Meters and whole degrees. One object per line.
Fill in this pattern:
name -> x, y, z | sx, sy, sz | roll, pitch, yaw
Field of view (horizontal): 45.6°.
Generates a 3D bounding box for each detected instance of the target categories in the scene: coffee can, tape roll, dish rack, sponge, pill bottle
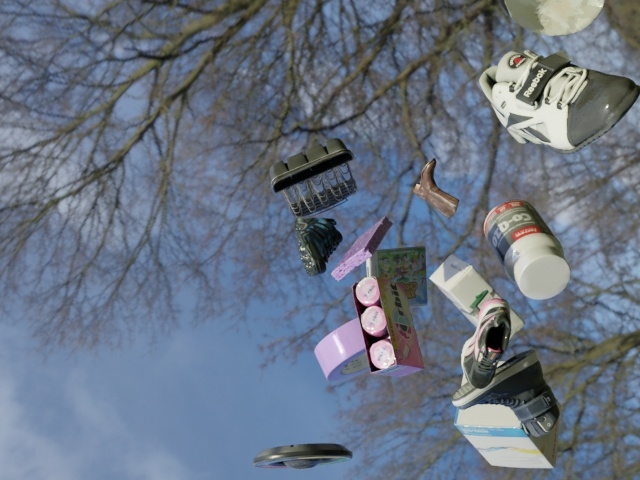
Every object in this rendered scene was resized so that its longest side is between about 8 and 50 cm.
coffee can -> 0.473, -0.549, 1.427 | 0.201, 0.201, 0.275 | 43, -121, -18
tape roll -> 0.124, 0.300, 2.174 | 0.275, 0.275, 0.090 | 6, -130, -54
dish rack -> -0.005, -0.136, 1.904 | 0.271, 0.208, 0.074 | 65, -177, -59
sponge -> 0.103, 0.018, 1.849 | 0.031, 0.117, 0.210 | 48, -151, -5
pill bottle -> 0.550, 0.022, 2.029 | 0.161, 0.161, 0.283 | 39, -161, -25

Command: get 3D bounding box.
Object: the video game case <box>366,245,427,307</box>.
video game case -> 0.242, 0.120, 2.391 | 0.212, 0.023, 0.193 | -4, -86, -27

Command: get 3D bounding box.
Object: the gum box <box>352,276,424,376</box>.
gum box -> 0.130, 0.164, 1.482 | 0.107, 0.062, 0.188 | 20, -128, -51

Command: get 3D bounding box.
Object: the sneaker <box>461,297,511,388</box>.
sneaker -> 0.303, 0.197, 1.384 | 0.072, 0.178, 0.077 | 6, -158, 0

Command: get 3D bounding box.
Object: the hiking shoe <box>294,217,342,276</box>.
hiking shoe -> 0.000, 0.000, 2.189 | 0.304, 0.132, 0.113 | -105, 3, -63

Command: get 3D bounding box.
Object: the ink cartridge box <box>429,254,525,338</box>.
ink cartridge box -> 0.403, 0.153, 1.976 | 0.219, 0.092, 0.160 | 45, 179, -13

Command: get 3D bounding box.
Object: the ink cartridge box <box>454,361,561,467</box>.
ink cartridge box -> 0.454, 0.420, 1.824 | 0.233, 0.168, 0.171 | 49, -134, -38

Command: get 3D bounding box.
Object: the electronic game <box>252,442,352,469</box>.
electronic game -> -0.041, 0.499, 1.741 | 0.229, 0.229, 0.048 | 19, -121, -46

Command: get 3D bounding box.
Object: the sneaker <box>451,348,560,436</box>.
sneaker -> 0.384, 0.337, 1.541 | 0.226, 0.086, 0.163 | -21, -95, -25

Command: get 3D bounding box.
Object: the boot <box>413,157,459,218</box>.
boot -> 0.273, -0.115, 1.707 | 0.114, 0.106, 0.037 | 40, -137, 23

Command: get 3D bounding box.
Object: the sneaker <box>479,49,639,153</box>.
sneaker -> 0.333, -0.219, 1.140 | 0.146, 0.122, 0.330 | 41, 175, -15
